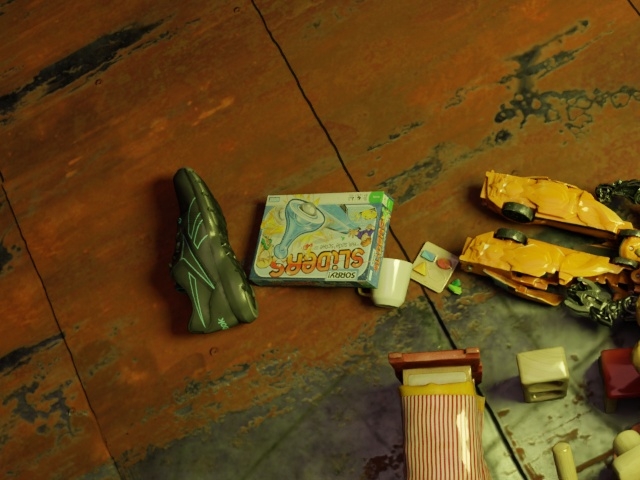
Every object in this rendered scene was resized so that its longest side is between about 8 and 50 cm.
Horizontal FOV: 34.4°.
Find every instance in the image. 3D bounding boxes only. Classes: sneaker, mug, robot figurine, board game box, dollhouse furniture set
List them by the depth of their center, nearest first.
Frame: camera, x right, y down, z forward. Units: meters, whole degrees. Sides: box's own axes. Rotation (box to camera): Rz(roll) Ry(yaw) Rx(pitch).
[{"bbox_3d":[0.279,0.237,1.303,0.374,0.152,0.201,-7,68,10],"label":"dollhouse furniture set"},{"bbox_3d":[0.351,0.005,1.414,0.291,0.085,0.211,15,74,18],"label":"robot figurine"},{"bbox_3d":[0.095,0.063,1.471,0.062,0.078,0.064,10,79,-18],"label":"mug"},{"bbox_3d":[0.000,0.000,1.487,0.201,0.035,0.136,-1,68,32],"label":"board game box"},{"bbox_3d":[-0.182,0.013,1.521,0.106,0.101,0.267,-24,66,5],"label":"sneaker"}]

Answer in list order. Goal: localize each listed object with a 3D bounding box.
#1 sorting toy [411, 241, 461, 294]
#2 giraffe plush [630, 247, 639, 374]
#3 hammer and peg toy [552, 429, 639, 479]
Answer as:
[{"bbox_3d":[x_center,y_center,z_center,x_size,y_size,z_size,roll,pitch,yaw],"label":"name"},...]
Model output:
[{"bbox_3d":[0.173,0.043,1.478,0.083,0.012,0.062,28,77,21],"label":"sorting toy"},{"bbox_3d":[0.449,0.084,1.254,0.210,0.181,0.170,-35,36,4],"label":"giraffe plush"},{"bbox_3d":[0.436,0.305,1.185,0.361,0.266,0.127,-29,27,2],"label":"hammer and peg toy"}]
